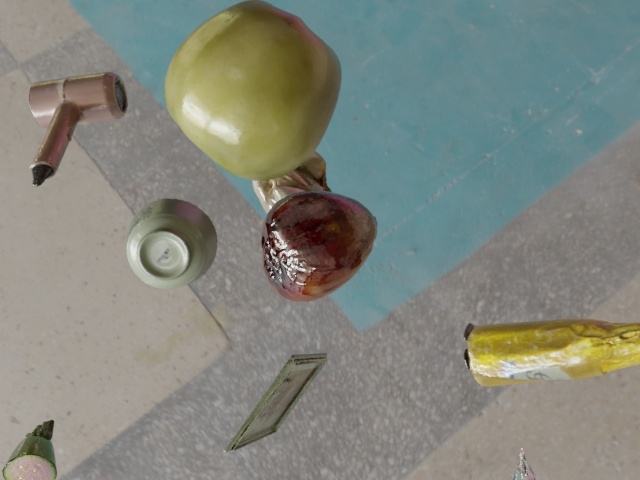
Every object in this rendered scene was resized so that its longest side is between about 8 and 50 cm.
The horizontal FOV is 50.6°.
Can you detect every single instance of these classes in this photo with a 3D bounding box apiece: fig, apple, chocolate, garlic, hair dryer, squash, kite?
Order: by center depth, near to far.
[{"bbox_3d":[-0.099,-0.219,1.000,0.262,0.262,0.263,-1,62,3],"label":"apple"},{"bbox_3d":[0.370,0.454,1.218,0.011,0.139,0.157,-1,78,-6],"label":"kite"},{"bbox_3d":[-0.588,0.430,1.390,0.105,0.105,0.132,-15,33,-4],"label":"squash"},{"bbox_3d":[-0.520,-0.220,1.393,0.189,0.107,0.345,-6,45,4],"label":"hair dryer"},{"bbox_3d":[-0.010,0.003,1.422,0.263,0.224,0.224,-34,64,7],"label":"fig"},{"bbox_3d":[0.565,0.248,1.588,0.445,0.162,0.162,-13,57,33],"label":"chocolate"},{"bbox_3d":[-0.084,-0.132,1.722,0.203,0.184,0.281,16,51,-33],"label":"garlic"}]

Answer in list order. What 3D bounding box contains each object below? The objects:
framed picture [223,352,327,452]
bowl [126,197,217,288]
[{"bbox_3d":[-0.074,0.308,1.307,0.017,0.274,0.217,36,92,16],"label":"framed picture"},{"bbox_3d":[-0.340,0.018,1.509,0.211,0.112,0.212,0,104,-1],"label":"bowl"}]
